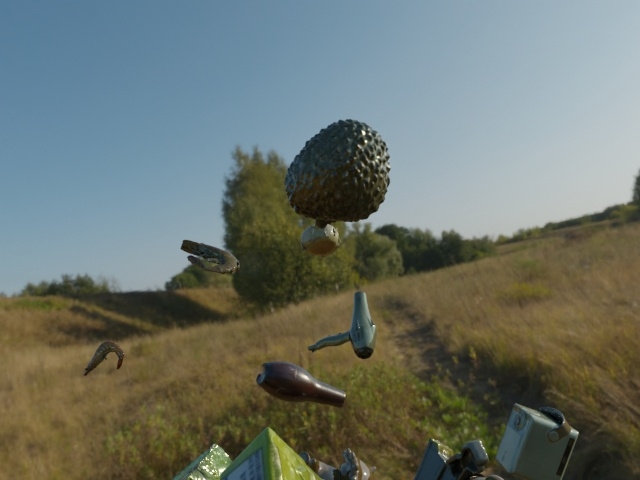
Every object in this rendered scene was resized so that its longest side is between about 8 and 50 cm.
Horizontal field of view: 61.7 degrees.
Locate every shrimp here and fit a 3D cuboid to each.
[{"bbox_3d":[-0.426,0.070,2.010,0.253,0.058,0.173,18,25,7],"label":"shrimp"},{"bbox_3d":[-0.629,0.354,1.553,0.127,0.091,0.025,-46,-7,-6],"label":"shrimp"}]

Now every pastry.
[{"bbox_3d":[0.000,0.000,2.192,0.166,0.088,0.165,-8,-33,-5],"label":"pastry"}]

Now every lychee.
[{"bbox_3d":[0.041,-0.156,1.288,0.256,0.274,0.255,11,17,-4],"label":"lychee"}]

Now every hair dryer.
[{"bbox_3d":[-0.115,0.512,1.902,0.313,0.123,0.340,25,-21,-23],"label":"hair dryer"},{"bbox_3d":[0.086,0.261,1.691,0.225,0.218,0.088,-2,-38,34],"label":"hair dryer"}]

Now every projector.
[{"bbox_3d":[0.706,0.659,1.749,0.178,0.242,0.163,21,0,-3],"label":"projector"}]

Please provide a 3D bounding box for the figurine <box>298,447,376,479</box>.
[{"bbox_3d":[0.056,0.723,1.633,0.173,0.247,0.177,-50,1,23],"label":"figurine"}]

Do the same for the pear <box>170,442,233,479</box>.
[{"bbox_3d":[-0.313,0.774,1.427,0.238,0.318,0.342,-43,-4,14],"label":"pear"}]

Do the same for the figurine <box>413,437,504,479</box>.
[{"bbox_3d":[0.368,0.618,1.257,0.167,0.342,0.285,-44,22,-22],"label":"figurine"}]

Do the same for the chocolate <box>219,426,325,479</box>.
[{"bbox_3d":[-0.040,0.513,0.859,0.137,0.288,0.300,-33,28,8],"label":"chocolate"}]
